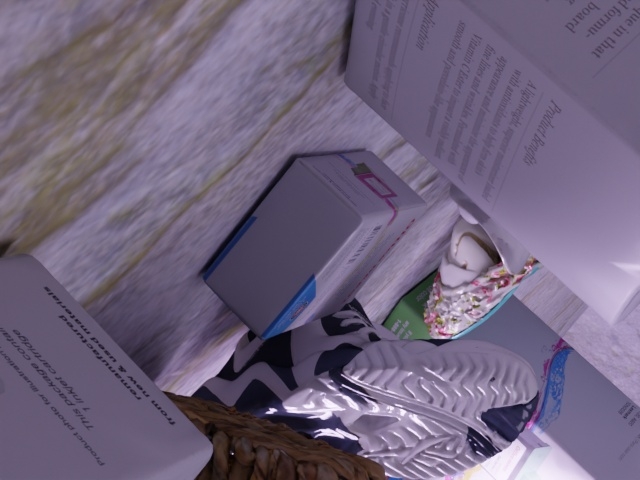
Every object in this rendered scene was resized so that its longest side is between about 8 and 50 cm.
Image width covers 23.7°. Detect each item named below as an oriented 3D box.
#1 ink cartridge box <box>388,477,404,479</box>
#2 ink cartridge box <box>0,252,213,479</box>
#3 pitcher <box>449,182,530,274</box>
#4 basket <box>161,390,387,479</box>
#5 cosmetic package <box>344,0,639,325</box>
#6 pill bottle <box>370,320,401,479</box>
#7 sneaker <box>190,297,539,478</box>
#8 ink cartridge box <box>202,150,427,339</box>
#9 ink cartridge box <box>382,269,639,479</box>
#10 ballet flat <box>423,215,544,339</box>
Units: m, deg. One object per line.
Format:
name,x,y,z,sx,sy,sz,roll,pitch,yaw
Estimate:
ink cartridge box,-0.036,0.277,1.399,0.231,0.134,0.078,-41,167,-26
ink cartridge box,-0.181,0.120,0.470,0.197,0.114,0.273,-50,166,17
pitcher,0.195,-0.073,1.159,0.207,0.125,0.178,-37,-171,3
basket,-0.069,0.236,0.783,0.223,0.213,0.299,51,57,-78
cosmetic package,0.129,-0.091,0.681,0.151,0.183,0.151,-43,168,-17
pill bottle,0.003,0.145,1.145,0.121,0.121,0.216,-40,166,-29
sneaker,0.030,0.072,0.935,0.235,0.094,0.153,-21,-153,31
ink cartridge box,0.000,0.000,0.845,0.088,0.052,0.122,-50,167,17
ink cartridge box,0.165,0.182,1.440,0.117,0.278,0.201,-35,163,-45
ballet flat,0.162,-0.009,1.289,0.241,0.077,0.091,-41,-153,23
